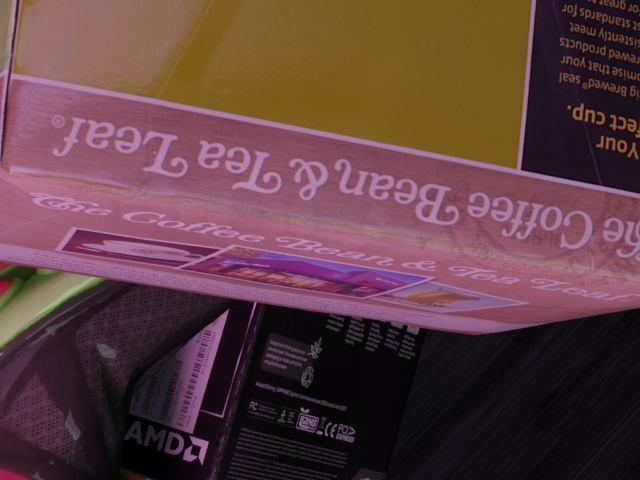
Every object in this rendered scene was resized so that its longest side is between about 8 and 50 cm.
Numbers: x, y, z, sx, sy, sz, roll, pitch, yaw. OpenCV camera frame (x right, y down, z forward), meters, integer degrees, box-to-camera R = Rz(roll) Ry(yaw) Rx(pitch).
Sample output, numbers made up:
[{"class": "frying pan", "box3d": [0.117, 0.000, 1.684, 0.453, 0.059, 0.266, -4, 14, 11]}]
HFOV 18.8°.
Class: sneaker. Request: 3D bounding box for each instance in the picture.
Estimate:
[{"class": "sneaker", "box3d": [-0.200, 0.158, 1.119, 0.483, 0.185, 0.202, -48, 112, -23]}]

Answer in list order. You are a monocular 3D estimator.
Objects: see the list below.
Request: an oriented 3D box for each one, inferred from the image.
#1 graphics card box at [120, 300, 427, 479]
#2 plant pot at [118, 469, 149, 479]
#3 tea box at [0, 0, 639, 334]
[{"class": "graphics card box", "box3d": [0.000, 0.000, 1.320, 0.233, 0.094, 0.371, 22, 81, -59]}, {"class": "plant pot", "box3d": [-0.163, 0.129, 1.391, 0.081, 0.083, 0.081, 0, 125, -53]}, {"class": "tea box", "box3d": [-0.004, -0.139, 0.908, 0.329, 0.220, 0.323, 11, 78, -23]}]
